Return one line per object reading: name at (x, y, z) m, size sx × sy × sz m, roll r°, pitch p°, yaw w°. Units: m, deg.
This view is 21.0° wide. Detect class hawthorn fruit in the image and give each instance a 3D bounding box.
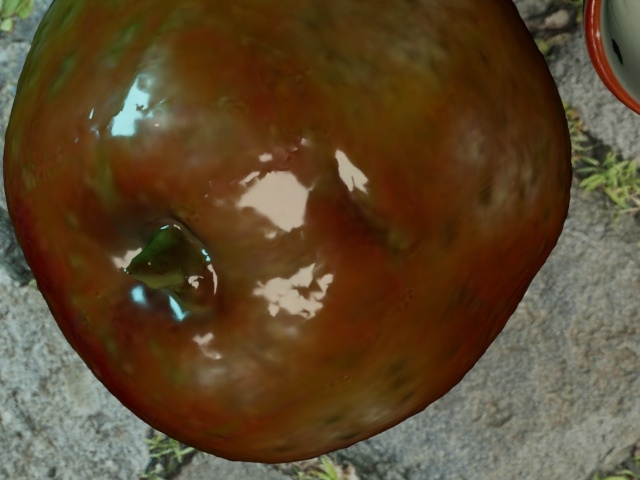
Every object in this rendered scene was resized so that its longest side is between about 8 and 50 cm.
hawthorn fruit at (-0.038, -0.044, 1.169) m, size 0.403 × 0.403 × 0.403 m, roll 1°, pitch 115°, yaw 1°

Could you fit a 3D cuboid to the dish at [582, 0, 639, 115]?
dish at (0.312, -0.192, 1.251) m, size 0.256 × 0.117 × 0.256 m, roll 0°, pitch 115°, yaw 1°
